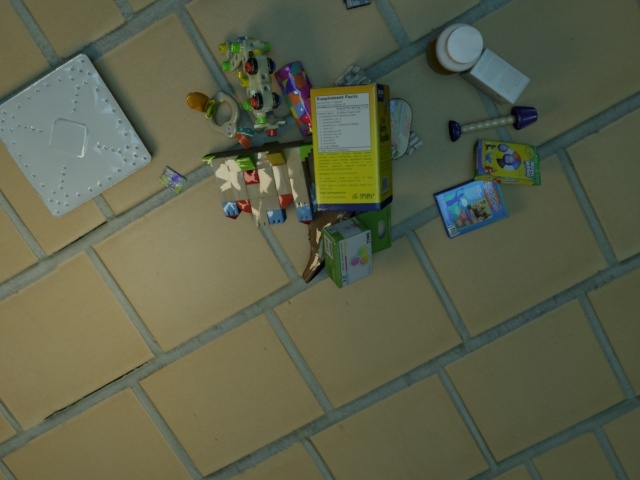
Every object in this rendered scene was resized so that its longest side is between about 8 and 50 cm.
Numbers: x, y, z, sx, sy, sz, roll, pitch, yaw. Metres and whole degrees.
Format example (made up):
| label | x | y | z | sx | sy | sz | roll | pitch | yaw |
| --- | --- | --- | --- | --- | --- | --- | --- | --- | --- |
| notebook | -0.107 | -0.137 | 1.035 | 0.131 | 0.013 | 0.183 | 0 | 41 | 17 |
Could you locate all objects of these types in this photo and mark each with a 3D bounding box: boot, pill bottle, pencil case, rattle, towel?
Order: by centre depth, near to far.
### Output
| label | x | y | z | sx | sy | sz | roll | pitch | yaw |
| --- | --- | --- | --- | --- | --- | --- | --- | --- | --- |
| pill bottle | 0.404 | -0.572 | 1.711 | 0.136 | 0.246 | 0.137 | 0 | 103 | 0 |
| rattle | -0.304 | -0.378 | 1.782 | 0.130 | 0.143 | 0.200 | -32 | 78 | 5 |
| pencil case | -0.057 | -0.446 | 1.815 | 0.104 | 0.104 | 0.237 | -24 | 103 | 5 |
| boot | 0.000 | 0.000 | 1.906 | 0.115 | 0.112 | 0.306 | 30 | 106 | 8 |
| towel | -0.495 | -0.201 | 1.908 | 0.083 | 0.009 | 0.060 | 35 | 99 | -7 |

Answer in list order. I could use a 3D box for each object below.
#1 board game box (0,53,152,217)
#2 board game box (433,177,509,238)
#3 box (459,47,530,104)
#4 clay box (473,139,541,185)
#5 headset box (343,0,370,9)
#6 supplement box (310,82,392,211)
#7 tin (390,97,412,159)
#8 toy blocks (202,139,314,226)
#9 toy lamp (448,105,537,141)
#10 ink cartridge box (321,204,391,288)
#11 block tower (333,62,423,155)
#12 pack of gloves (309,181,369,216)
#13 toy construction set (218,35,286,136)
| label | x | y | z | sx | sy | sz | roll | pitch | yaw |
| --- | --- | --- | --- | --- | --- | --- | --- | --- | --- |
| board game box | -0.806 | -0.334 | 1.856 | 0.389 | 0.050 | 0.390 | -30 | 101 | 6 |
| board game box | 0.503 | -0.118 | 1.913 | 0.210 | 0.047 | 0.160 | -20 | 101 | 4 |
| box | 0.543 | -0.509 | 1.785 | 0.170 | 0.130 | 0.091 | 33 | 100 | -8 |
| clay box | 0.612 | -0.251 | 1.855 | 0.221 | 0.053 | 0.128 | 5 | 70 | -1 |
| headset box | 0.109 | -0.758 | 1.777 | 0.083 | 0.032 | 0.062 | -12 | 102 | 1 |
| supplement box | 0.099 | -0.275 | 1.693 | 0.194 | 0.195 | 0.357 | 1 | 103 | 18 |
| tin | 0.227 | -0.346 | 1.775 | 0.106 | 0.040 | 0.190 | 7 | 104 | 2 |
| toy blocks | -0.176 | -0.167 | 1.846 | 0.380 | 0.191 | 0.261 | -6 | 112 | 12 |
| toy lamp | 0.556 | -0.380 | 1.843 | 0.274 | 0.080 | 0.080 | -9 | 102 | 3 |
| ink cartridge box | 0.141 | 0.015 | 1.841 | 0.255 | 0.097 | 0.189 | -21 | 129 | -18 |
| block tower | 0.183 | -0.409 | 1.824 | 0.091 | 0.097 | 0.335 | -41 | 99 | 8 |
| pack of gloves | 0.070 | -0.121 | 1.922 | 0.194 | 0.046 | 0.232 | -15 | 113 | 4 |
| toy construction set | -0.203 | -0.474 | 1.757 | 0.151 | 0.215 | 0.328 | -28 | 105 | -27 |
